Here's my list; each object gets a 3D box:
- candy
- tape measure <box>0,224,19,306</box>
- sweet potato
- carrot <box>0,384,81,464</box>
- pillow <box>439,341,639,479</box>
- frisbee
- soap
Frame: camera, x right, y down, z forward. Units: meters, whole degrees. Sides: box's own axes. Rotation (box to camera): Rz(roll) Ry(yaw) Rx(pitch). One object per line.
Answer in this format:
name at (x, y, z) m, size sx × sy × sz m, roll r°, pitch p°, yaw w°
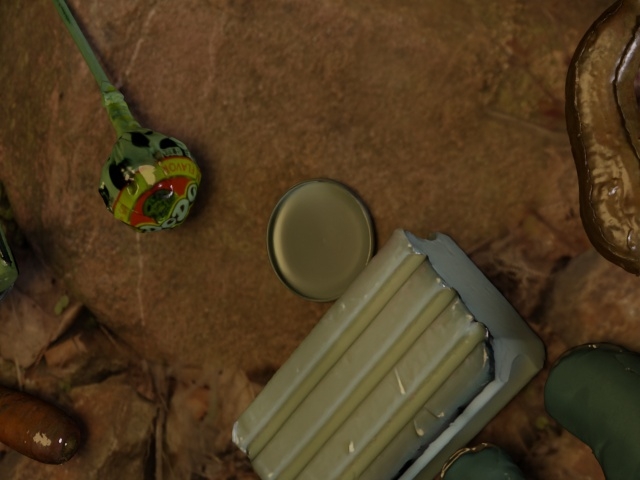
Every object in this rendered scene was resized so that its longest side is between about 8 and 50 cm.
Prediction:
candy at (-0.207, -0.135, 1.300) m, size 0.091 × 0.083 × 0.305 m, roll -31°, pitch 65°, yaw -2°
tape measure at (-0.380, 0.042, 1.361) m, size 0.178 × 0.154 × 0.087 m, roll -19°, pitch 84°, yaw 1°
sweet potato at (0.226, -0.086, 1.034) m, size 0.081 × 0.062 × 0.233 m, roll -4°, pitch 86°, yaw 17°
carrot at (-0.317, 0.174, 1.381) m, size 0.186 × 0.060 × 0.060 m, roll 18°, pitch 101°, yaw 31°
pillow at (0.204, 0.191, 1.027) m, size 0.233 × 0.086 × 0.214 m, roll -48°, pitch 53°, yaw 13°
frisbee at (0.000, 0.000, 1.203) m, size 0.110 × 0.014 × 0.110 m, roll 1°, pitch 92°, yaw 31°
soap at (0.051, 0.130, 1.136) m, size 0.261 × 0.094 × 0.150 m, roll -50°, pitch 61°, yaw 24°
